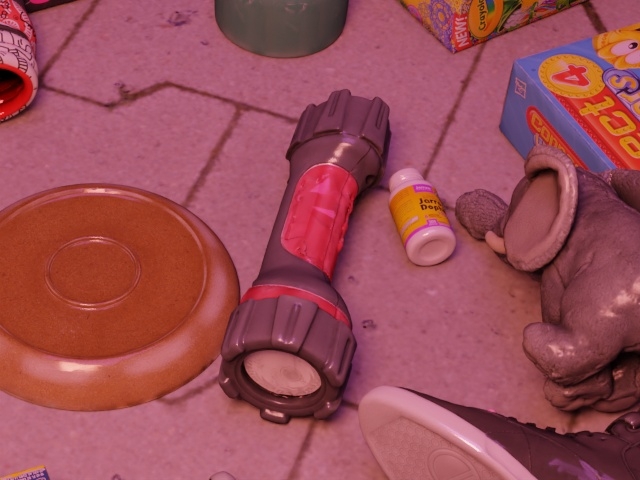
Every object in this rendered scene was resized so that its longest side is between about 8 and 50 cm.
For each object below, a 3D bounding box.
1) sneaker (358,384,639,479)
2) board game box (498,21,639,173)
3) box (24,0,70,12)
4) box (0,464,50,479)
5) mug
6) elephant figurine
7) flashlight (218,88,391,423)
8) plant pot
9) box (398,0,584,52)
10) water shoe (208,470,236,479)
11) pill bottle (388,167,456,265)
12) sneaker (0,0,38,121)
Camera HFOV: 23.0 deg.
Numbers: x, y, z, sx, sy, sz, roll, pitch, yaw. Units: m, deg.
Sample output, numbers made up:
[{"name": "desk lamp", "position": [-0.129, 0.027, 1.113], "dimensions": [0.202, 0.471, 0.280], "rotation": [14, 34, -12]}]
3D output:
[{"name": "sneaker", "position": [0.177, 0.161, 1.128], "dimensions": [0.296, 0.104, 0.147], "rotation": [28, 49, 12]}, {"name": "board game box", "position": [0.365, -0.073, 1.370], "dimensions": [0.302, 0.086, 0.308], "rotation": [-19, 52, -22]}, {"name": "box", "position": [-0.294, -0.356, 1.458], "dimensions": [0.142, 0.247, 0.163], "rotation": [-18, 51, -21]}, {"name": "box", "position": [-0.258, 0.211, 1.065], "dimensions": [0.169, 0.054, 0.059], "rotation": [-15, 50, -18]}, {"name": "mug", "position": [-0.034, -0.261, 1.498], "dimensions": [0.129, 0.097, 0.157], "rotation": [5, 47, -1]}, {"name": "elephant figurine", "position": [0.199, -0.002, 1.213], "dimensions": [0.186, 0.169, 0.239], "rotation": [-24, 58, 11]}, {"name": "flashlight", "position": [0.000, 0.000, 1.255], "dimensions": [0.103, 0.103, 0.304], "rotation": [11, 48, 7]}, {"name": "plant pot", "position": [-0.181, 0.033, 1.255], "dimensions": [0.236, 0.032, 0.236], "rotation": [3, 48, -3]}, {"name": "box", "position": [0.203, -0.378, 1.500], "dimensions": [0.279, 0.290, 0.177], "rotation": [-24, 54, -24]}, {"name": "water shoe", "position": [-0.095, 0.238, 1.044], "dimensions": [0.080, 0.073, 0.203], "rotation": [2, 46, 2]}, {"name": "pill bottle", "position": [0.083, -0.022, 1.323], "dimensions": [0.043, 0.043, 0.083], "rotation": [-8, 48, -13]}, {"name": "sneaker", "position": [-0.380, -0.155, 1.370], "dimensions": [0.270, 0.090, 0.145], "rotation": [-8, 46, -16]}]
